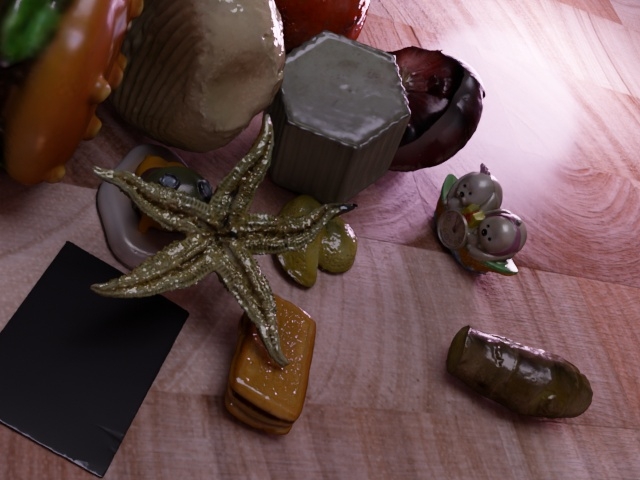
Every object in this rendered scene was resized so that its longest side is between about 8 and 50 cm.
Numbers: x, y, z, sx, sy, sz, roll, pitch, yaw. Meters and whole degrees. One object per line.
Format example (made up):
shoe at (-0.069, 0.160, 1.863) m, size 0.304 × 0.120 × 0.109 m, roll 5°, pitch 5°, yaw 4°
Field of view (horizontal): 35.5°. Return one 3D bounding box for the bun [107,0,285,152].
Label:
bun at (-0.190, -0.321, 1.527) m, size 0.227 × 0.349 × 0.352 m, roll -22°, pitch 78°, yaw -43°

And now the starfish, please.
starfish at (-0.139, -0.022, 1.352) m, size 0.357 × 0.078 × 0.347 m, roll 34°, pitch 70°, yaw -13°

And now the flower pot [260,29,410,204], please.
flower pot at (0.019, -0.198, 1.646) m, size 0.209 × 0.190 × 0.239 m, roll -5°, pitch 65°, yaw -13°

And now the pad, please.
pad at (-0.305, 0.142, 1.287) m, size 0.202 × 0.005 × 0.300 m, roll 32°, pitch 41°, yaw -9°

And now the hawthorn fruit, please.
hawthorn fruit at (-0.037, -0.417, 1.826) m, size 0.276 × 0.276 × 0.308 m, roll 18°, pitch 61°, yaw -23°

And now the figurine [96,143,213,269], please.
figurine at (-0.225, -0.087, 1.455) m, size 0.166 × 0.141 × 0.250 m, roll 13°, pitch 46°, yaw -25°

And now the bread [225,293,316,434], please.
bread at (-0.071, 0.166, 1.383) m, size 0.116 × 0.077 × 0.200 m, roll 25°, pitch 40°, yaw -13°

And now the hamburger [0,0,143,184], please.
hamburger at (-0.387, -0.279, 1.312) m, size 0.277 × 0.396 × 0.396 m, roll 21°, pitch 43°, yaw -14°

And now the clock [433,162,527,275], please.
clock at (0.287, -0.033, 1.781) m, size 0.103 × 0.144 × 0.231 m, roll -7°, pitch 59°, yaw -39°

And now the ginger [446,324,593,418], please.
ginger at (0.322, 0.218, 1.602) m, size 0.263 × 0.109 × 0.116 m, roll 24°, pitch 69°, yaw -16°

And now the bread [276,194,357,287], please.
bread at (0.000, 0.000, 1.603) m, size 0.149 × 0.065 × 0.188 m, roll 33°, pitch 38°, yaw -14°

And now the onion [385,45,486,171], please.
onion at (0.177, -0.226, 1.846) m, size 0.195 × 0.272 × 0.272 m, roll 58°, pitch 14°, yaw -54°
